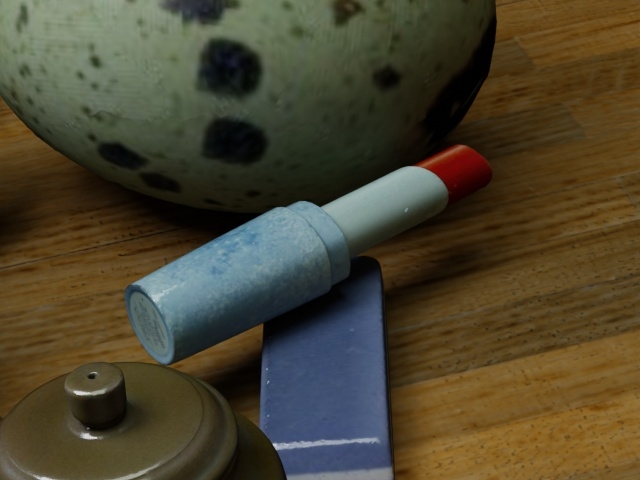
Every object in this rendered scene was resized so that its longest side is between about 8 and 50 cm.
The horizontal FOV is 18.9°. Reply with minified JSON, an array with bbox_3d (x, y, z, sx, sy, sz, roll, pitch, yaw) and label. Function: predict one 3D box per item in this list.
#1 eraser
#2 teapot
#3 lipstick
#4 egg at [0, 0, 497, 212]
[{"bbox_3d":[0.004,0.087,1.235,0.082,0.036,0.225,-6,33,3],"label":"eraser"},{"bbox_3d":[-0.119,0.141,1.055,0.268,0.175,0.185,13,36,29],"label":"teapot"},{"bbox_3d":[0.000,0.000,1.277,0.274,0.061,0.068,-27,36,-27],"label":"lipstick"},{"bbox_3d":[-0.062,-0.164,1.400,0.379,0.287,0.287,7,33,-1],"label":"egg"}]
